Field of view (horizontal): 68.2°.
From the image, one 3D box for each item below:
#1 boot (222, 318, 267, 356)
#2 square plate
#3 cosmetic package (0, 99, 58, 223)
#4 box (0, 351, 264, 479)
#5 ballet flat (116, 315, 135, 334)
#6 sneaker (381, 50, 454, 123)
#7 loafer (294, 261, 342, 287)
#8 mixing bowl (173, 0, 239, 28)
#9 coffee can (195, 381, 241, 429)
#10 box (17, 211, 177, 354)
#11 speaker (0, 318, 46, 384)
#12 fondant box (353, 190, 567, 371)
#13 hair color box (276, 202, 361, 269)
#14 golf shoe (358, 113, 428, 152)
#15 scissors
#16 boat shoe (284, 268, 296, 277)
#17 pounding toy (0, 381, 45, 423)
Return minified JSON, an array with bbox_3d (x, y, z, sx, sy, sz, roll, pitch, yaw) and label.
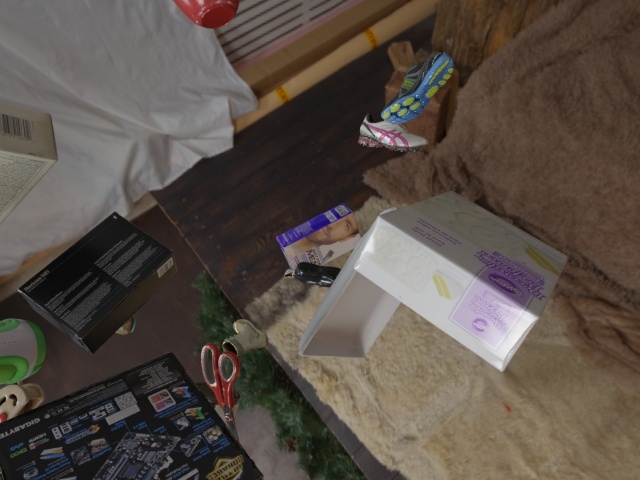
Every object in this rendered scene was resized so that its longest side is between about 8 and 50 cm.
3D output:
[{"bbox_3d":[-0.346,0.409,1.990,0.165,0.077,0.213,-15,27,-41],"label":"boot"},{"bbox_3d":[0.112,0.109,1.062,0.049,0.347,0.344,33,93,30],"label":"square plate"},{"bbox_3d":[-0.653,-0.134,0.898,0.309,0.160,0.113,-28,70,30],"label":"cosmetic package"},{"bbox_3d":[-0.285,0.331,0.696,0.295,0.074,0.293,-18,44,-40],"label":"box"},{"bbox_3d":[-0.801,0.258,1.769,0.342,0.124,0.116,26,101,50],"label":"ballet flat"},{"bbox_3d":[0.210,-0.335,1.045,0.188,0.067,0.078,-45,40,22],"label":"sneaker"},{"bbox_3d":[0.014,0.136,1.737,0.223,0.078,0.076,13,45,-6],"label":"loafer"},{"bbox_3d":[-0.269,-0.587,1.155,0.181,0.181,0.098,-21,86,-8],"label":"mixing bowl"},{"bbox_3d":[-0.432,0.705,1.792,0.201,0.201,0.276,13,85,12],"label":"coffee can"},{"bbox_3d":[-0.480,0.087,1.049,0.184,0.103,0.261,34,57,10],"label":"box"},{"bbox_3d":[-0.637,0.203,0.802,0.131,0.296,0.131,-2,85,23],"label":"speaker"},{"bbox_3d":[0.237,0.034,0.743,0.238,0.096,0.330,35,28,22],"label":"fondant box"},{"bbox_3d":[0.000,0.000,2.075,0.338,0.185,0.110,-28,37,-9],"label":"hair color box"},{"bbox_3d":[0.181,-0.266,1.172,0.186,0.086,0.067,17,16,27],"label":"golf shoe"},{"bbox_3d":[-0.212,0.375,1.055,0.108,0.021,0.298,0,99,30],"label":"scissors"},{"bbox_3d":[-0.096,0.126,1.810,0.100,0.035,0.035,-6,28,29],"label":"boat shoe"},{"bbox_3d":[-0.951,0.537,1.516,0.154,0.155,0.270,-3,76,14],"label":"pounding toy"}]
